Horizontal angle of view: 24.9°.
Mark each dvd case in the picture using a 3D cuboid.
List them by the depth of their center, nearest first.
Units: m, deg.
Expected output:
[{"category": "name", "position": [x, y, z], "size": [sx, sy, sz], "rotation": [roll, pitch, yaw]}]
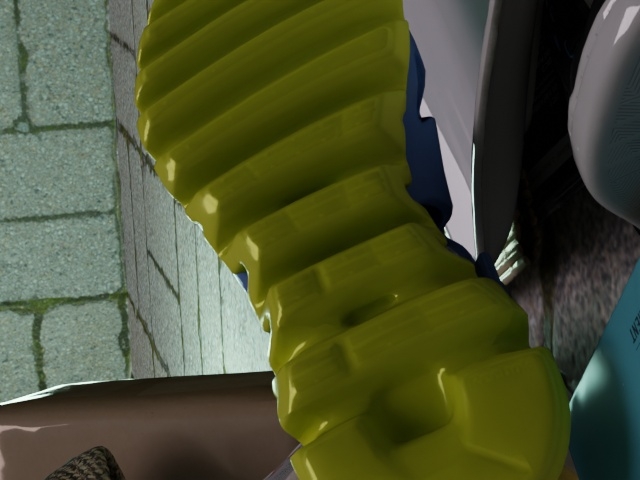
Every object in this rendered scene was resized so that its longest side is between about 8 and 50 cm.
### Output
[{"category": "dvd case", "position": [0.102, -0.117, 0.815], "size": [0.164, 0.018, 0.221], "rotation": [124, 139, -70]}]

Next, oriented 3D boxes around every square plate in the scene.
[{"category": "square plate", "position": [0.031, -0.189, 0.660], "size": [0.344, 0.049, 0.347], "rotation": [80, 170, -66]}]

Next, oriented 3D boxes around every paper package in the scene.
[{"category": "paper package", "position": [-0.119, 0.267, 1.175], "size": [0.168, 0.325, 0.309], "rotation": [-10, -85, -69]}]

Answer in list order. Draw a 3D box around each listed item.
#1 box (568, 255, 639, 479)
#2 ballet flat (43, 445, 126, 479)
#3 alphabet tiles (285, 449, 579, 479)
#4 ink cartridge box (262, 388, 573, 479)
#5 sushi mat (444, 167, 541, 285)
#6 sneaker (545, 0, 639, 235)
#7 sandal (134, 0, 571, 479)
[{"category": "box", "position": [0.161, 0.013, 0.468], "size": [0.244, 0.101, 0.060], "rotation": [103, 159, -50]}, {"category": "ballet flat", "position": [-0.016, 0.309, 0.983], "size": [0.483, 0.182, 0.164], "rotation": [37, 171, 15]}, {"category": "alphabet tiles", "position": [0.057, 0.220, 0.600], "size": [0.278, 0.284, 0.021], "rotation": [37, 173, 23]}, {"category": "ink cartridge box", "position": [0.025, 0.170, 0.819], "size": [0.117, 0.201, 0.278], "rotation": [47, 162, 2]}, {"category": "sushi mat", "position": [0.075, -0.022, 0.903], "size": [0.316, 0.019, 0.151], "rotation": [120, 142, -73]}, {"category": "sneaker", "position": [0.110, -0.068, 0.512], "size": [0.121, 0.079, 0.217], "rotation": [67, -172, 28]}, {"category": "sandal", "position": [0.012, 0.001, 0.614], "size": [0.138, 0.126, 0.317], "rotation": [58, -167, -61]}]
